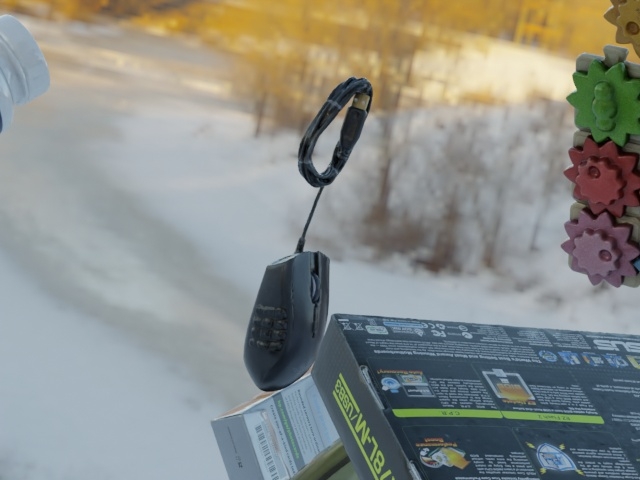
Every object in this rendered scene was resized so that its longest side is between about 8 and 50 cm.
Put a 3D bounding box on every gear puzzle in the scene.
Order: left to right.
[{"bbox_3d":[0.303,-0.087,1.634,0.175,0.339,0.044,17,36,29],"label":"gear puzzle"}]

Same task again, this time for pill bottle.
[{"bbox_3d":[-0.352,-0.132,1.655,0.186,0.112,0.112,-33,31,-25],"label":"pill bottle"}]

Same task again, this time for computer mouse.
[{"bbox_3d":[0.000,0.000,1.281,0.041,0.242,0.071,26,17,37],"label":"computer mouse"}]

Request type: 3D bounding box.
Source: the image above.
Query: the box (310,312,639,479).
[{"bbox_3d":[0.111,0.106,0.810,0.190,0.045,0.184,5,34,-25],"label":"box"}]

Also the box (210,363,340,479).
[{"bbox_3d":[-0.003,0.183,1.463,0.038,0.145,0.186,-14,6,36],"label":"box"}]

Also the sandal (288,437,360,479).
[{"bbox_3d":[-0.005,0.181,1.014,0.120,0.303,0.086,-13,69,-55],"label":"sandal"}]
